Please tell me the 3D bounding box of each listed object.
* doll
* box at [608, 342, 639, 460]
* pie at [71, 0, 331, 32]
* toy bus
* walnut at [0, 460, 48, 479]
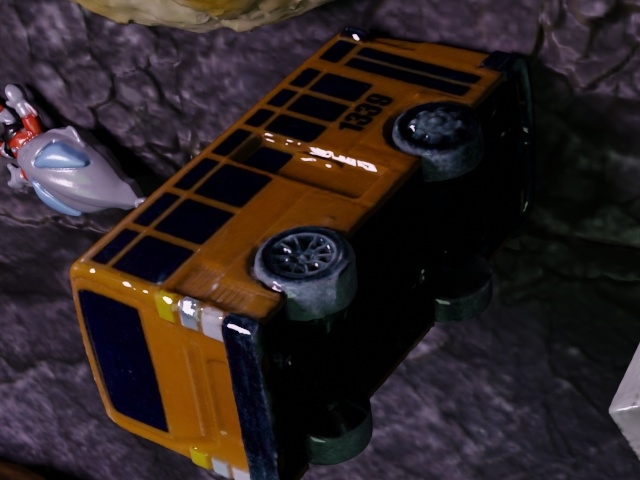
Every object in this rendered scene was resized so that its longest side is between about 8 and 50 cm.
[{"bbox_3d":[-0.132,-0.040,0.828,0.114,0.039,0.057,27,103,25],"label":"doll"},{"bbox_3d":[0.237,-0.002,0.486,0.225,0.225,0.117,-17,115,41],"label":"box"},{"bbox_3d":[-0.101,-0.183,0.582,0.338,0.075,0.337,16,159,6],"label":"pie"},{"bbox_3d":[0.000,0.000,0.666,0.114,0.201,0.098,18,135,30],"label":"toy bus"},{"bbox_3d":[-0.239,0.243,1.020,0.257,0.257,0.224,10,99,25],"label":"walnut"}]
